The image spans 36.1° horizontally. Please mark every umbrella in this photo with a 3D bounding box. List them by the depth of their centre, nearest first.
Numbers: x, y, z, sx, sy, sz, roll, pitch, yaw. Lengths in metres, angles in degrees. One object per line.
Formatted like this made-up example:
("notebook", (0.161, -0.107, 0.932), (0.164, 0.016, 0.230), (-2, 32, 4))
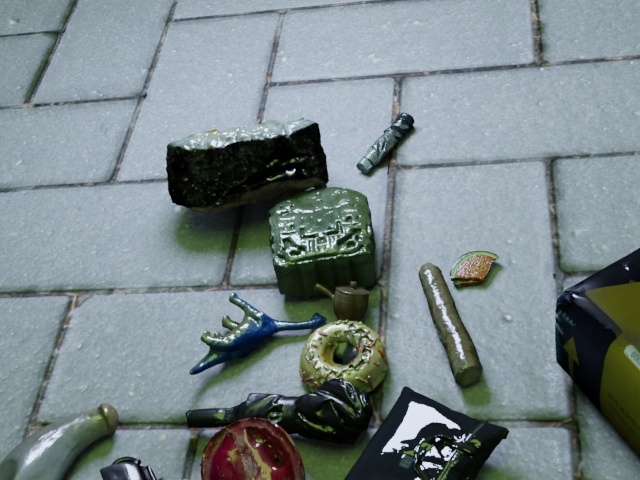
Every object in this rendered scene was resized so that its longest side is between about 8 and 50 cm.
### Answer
("umbrella", (-0.076, 0.307, 1.729), (0.340, 0.118, 0.118), (-4, 46, 16))
("umbrella", (0.147, -0.223, 2.212), (0.046, 0.050, 0.188), (43, 62, 3))

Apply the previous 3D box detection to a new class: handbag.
("handbag", (0.165, 0.370, 1.619), (0.211, 0.089, 0.254), (17, 54, 34))

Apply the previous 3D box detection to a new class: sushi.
("sushi", (-0.158, -0.158, 2.102), (0.350, 0.171, 0.211), (-9, 14, 7))

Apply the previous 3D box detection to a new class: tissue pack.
("tissue pack", (0.590, 0.219, 1.547), (0.264, 0.253, 0.416), (-25, 45, -11))

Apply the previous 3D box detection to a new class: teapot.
("teapot", (-0.306, 0.435, 1.674), (0.096, 0.087, 0.177), (-24, 46, -16))
("teapot", (0.042, 0.112, 1.901), (0.110, 0.080, 0.085), (12, 11, 19))

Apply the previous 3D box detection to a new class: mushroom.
("mushroom", (-0.481, 0.384, 1.755), (0.118, 0.103, 0.270), (19, 49, 28))

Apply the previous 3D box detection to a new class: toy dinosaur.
("toy dinosaur", (-0.126, 0.198, 1.871), (0.188, 0.075, 0.248), (21, 49, 21))

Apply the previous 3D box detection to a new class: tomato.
("tomato", (-0.100, 0.387, 1.645), (0.189, 0.099, 0.173), (-17, 71, 19))

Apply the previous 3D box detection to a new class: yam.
("yam", (0.237, 0.152, 1.829), (0.061, 0.061, 0.274), (-16, 45, -1))

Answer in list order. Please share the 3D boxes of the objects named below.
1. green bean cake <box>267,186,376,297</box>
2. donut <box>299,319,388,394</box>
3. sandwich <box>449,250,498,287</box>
("green bean cake", (0.000, 0.000, 1.992), (0.222, 0.125, 0.227), (-10, 41, 3))
("donut", (0.040, 0.218, 1.808), (0.174, 0.068, 0.175), (-7, 45, 7))
("sandwich", (0.298, 0.057, 1.929), (0.069, 0.026, 0.101), (26, 60, 27))
